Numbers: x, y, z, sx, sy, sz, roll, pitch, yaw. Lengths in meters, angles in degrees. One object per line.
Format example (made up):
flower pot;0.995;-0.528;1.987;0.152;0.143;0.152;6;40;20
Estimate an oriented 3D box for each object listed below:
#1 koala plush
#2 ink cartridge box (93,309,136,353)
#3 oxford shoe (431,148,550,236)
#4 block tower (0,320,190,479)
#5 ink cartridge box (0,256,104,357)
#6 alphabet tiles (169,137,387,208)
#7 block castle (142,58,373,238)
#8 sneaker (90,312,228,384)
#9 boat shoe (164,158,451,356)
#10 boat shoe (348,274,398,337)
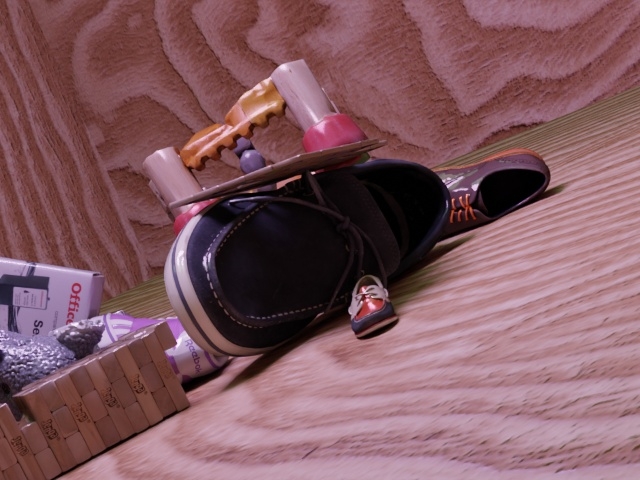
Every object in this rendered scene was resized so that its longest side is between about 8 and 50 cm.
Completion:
koala plush;-0.343;0.163;1.439;0.221;0.203;0.196;-11;50;36
ink cartridge box;-0.311;0.159;1.784;0.127;0.072;0.175;-24;-6;-5
oxford shoe;0.187;-0.057;1.755;0.271;0.096;0.098;-24;10;6
block tower;-0.292;0.196;1.283;0.335;0.097;0.091;-28;6;-26
ink cartridge box;-0.398;0.100;1.639;0.208;0.153;0.087;8;-1;-2
alphabet tiles;-0.030;-0.084;1.474;0.198;0.009;0.237;-18;0;36
block castle;-0.048;-0.056;1.872;0.303;0.212;0.453;-33;-14;4
sneaker;-0.191;0.133;1.553;0.161;0.102;0.282;-21;13;-13
boat shoe;0.000;0.000;1.509;0.156;0.186;0.500;-28;-4;35
boat shoe;0.052;0.067;1.306;0.049;0.043;0.137;-22;6;8
